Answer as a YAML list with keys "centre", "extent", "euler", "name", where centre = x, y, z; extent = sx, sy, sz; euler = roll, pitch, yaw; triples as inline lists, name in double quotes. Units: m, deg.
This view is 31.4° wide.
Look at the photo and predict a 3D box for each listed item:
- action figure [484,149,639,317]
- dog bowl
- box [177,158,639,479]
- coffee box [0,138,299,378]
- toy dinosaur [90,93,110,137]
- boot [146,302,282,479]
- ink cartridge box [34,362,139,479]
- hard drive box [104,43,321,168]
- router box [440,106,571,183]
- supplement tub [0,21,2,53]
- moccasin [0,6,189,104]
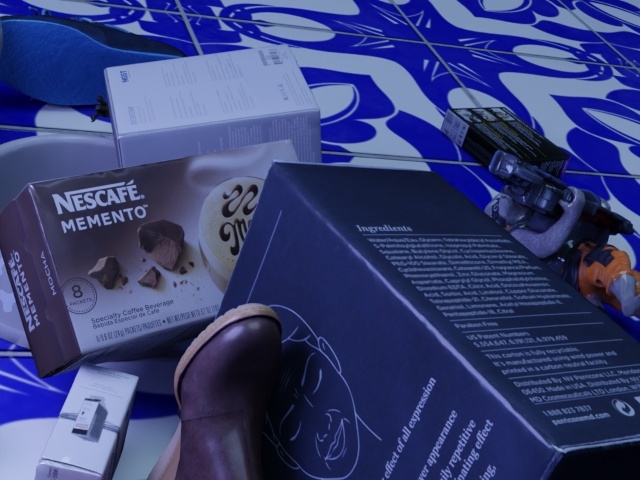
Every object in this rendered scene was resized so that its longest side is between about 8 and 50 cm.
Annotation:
- centre: [0.313, 0.021, 1.466]
  extent: [0.341, 0.179, 0.330]
  euler: [23, 14, -43]
  name: "action figure"
- centre: [-0.261, -0.009, 1.313]
  extent: [0.348, 0.102, 0.349]
  euler: [12, 31, -7]
  name: "dog bowl"
- centre: [0.086, 0.155, 0.992]
  extent: [0.212, 0.294, 0.395]
  euler: [0, 33, -39]
  name: "box"
- centre: [-0.150, 0.014, 1.136]
  extent: [0.297, 0.119, 0.168]
  euler: [-12, 79, -35]
  name: "coffee box"
- centre: [-0.258, -0.143, 1.579]
  extent: [0.118, 0.064, 0.268]
  euler: [14, 26, -32]
  name: "toy dinosaur"
- centre: [-0.059, 0.200, 0.918]
  extent: [0.090, 0.248, 0.207]
  euler: [6, 32, -35]
  name: "boot"
- centre: [-0.209, 0.190, 1.007]
  extent: [0.056, 0.099, 0.135]
  euler: [15, 31, -3]
  name: "ink cartridge box"
- centre: [-0.131, -0.145, 1.354]
  extent: [0.232, 0.089, 0.181]
  euler: [-8, 35, -10]
  name: "hard drive box"
- centre: [0.305, -0.161, 1.882]
  extent: [0.133, 0.046, 0.179]
  euler: [-6, 37, -34]
  name: "router box"
- centre: [-0.529, -0.201, 1.367]
  extent: [0.241, 0.241, 0.331]
  euler: [13, 30, -4]
  name: "supplement tub"
- centre: [-0.352, -0.263, 1.694]
  extent: [0.342, 0.138, 0.117]
  euler: [11, 23, -37]
  name: "moccasin"
